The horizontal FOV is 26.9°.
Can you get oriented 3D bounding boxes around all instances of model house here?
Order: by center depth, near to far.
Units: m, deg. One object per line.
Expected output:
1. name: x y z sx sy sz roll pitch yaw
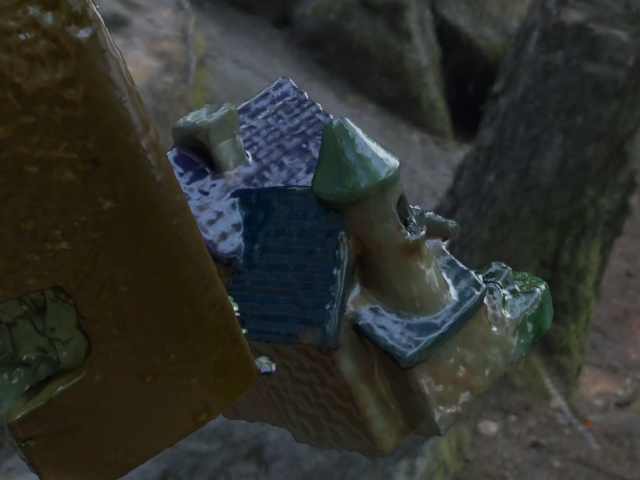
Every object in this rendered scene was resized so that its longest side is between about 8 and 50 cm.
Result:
1. model house: 0.000 0.000 1.143 0.245 0.280 0.312 -37 22 -32

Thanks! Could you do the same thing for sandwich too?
1. sandwich: -0.115 -0.024 0.523 0.128 0.235 0.122 -29 29 -15
